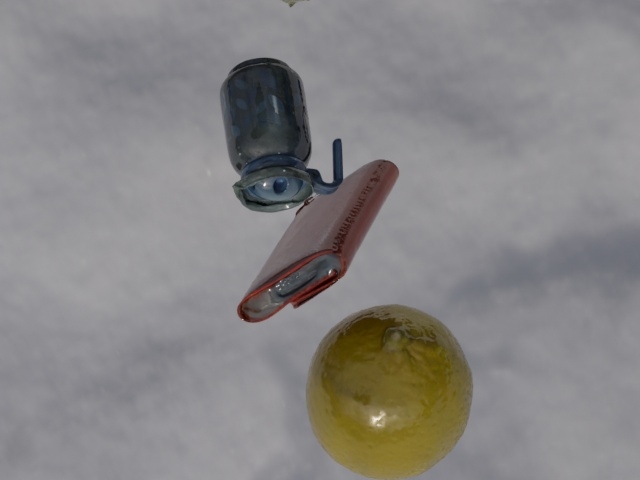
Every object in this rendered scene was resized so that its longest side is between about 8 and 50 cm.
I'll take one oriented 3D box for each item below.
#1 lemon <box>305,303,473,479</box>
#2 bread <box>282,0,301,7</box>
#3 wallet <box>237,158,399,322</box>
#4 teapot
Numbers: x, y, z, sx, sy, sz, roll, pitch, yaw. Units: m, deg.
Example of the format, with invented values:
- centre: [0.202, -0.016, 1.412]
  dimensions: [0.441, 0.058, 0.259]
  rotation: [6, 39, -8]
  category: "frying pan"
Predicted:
- centre: [0.072, 0.157, 1.725]
  dimensions: [0.178, 0.203, 0.178]
  rotation: [1, 53, -1]
  category: "lemon"
- centre: [-0.061, -0.377, 1.498]
  dimensions: [0.250, 0.225, 0.279]
  rotation: [-36, 76, 34]
  category: "bread"
- centre: [0.000, 0.000, 1.702]
  dimensions: [0.142, 0.045, 0.204]
  rotation: [-31, 15, 31]
  category: "wallet"
- centre: [-0.025, -0.058, 0.937]
  dimensions: [0.049, 0.063, 0.083]
  rotation: [-26, 60, 32]
  category: "teapot"
